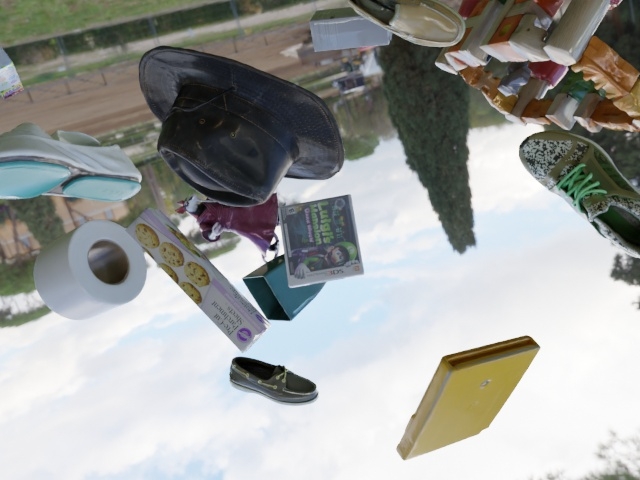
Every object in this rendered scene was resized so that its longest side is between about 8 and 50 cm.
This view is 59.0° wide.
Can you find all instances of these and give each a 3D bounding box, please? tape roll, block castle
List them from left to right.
[{"bbox_3d":[-0.629,0.083,1.559,0.169,0.246,0.246,-23,-172,30],"label":"tape roll"},{"bbox_3d":[0.444,-0.364,1.046,0.213,0.303,0.453,-60,-160,5],"label":"block castle"}]

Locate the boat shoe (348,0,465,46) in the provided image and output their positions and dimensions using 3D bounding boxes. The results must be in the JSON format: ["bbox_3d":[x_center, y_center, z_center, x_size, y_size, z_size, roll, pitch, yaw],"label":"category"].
[{"bbox_3d":[0.125,-0.341,0.865,0.190,0.068,0.072,22,-151,14],"label":"boat shoe"}]

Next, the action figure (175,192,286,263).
[{"bbox_3d":[-0.307,-0.090,1.936,0.370,0.248,0.276,10,158,1],"label":"action figure"}]

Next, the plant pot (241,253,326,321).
[{"bbox_3d":[-0.090,0.121,1.802,0.234,0.165,0.166,-37,-166,-30],"label":"plant pot"}]

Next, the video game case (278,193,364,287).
[{"bbox_3d":[0.000,0.000,1.286,0.173,0.190,0.022,-10,167,5],"label":"video game case"}]

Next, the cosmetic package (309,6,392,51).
[{"bbox_3d":[0.098,-0.654,1.733,0.238,0.107,0.127,-4,-145,14],"label":"cosmetic package"}]

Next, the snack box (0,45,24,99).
[{"bbox_3d":[-0.481,-0.279,0.791,0.037,0.141,0.100,-38,-174,-18],"label":"snack box"}]

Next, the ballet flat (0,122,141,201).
[{"bbox_3d":[-0.491,-0.146,1.037,0.139,0.139,0.400,-12,177,20],"label":"ballet flat"}]

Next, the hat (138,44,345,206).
[{"bbox_3d":[-0.136,-0.131,0.831,0.331,0.331,0.134,-3,-122,45],"label":"hat"}]

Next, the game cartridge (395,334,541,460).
[{"bbox_3d":[0.343,0.372,1.336,0.285,0.323,0.052,-5,-140,-31],"label":"game cartridge"}]

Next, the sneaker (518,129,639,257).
[{"bbox_3d":[0.625,-0.109,1.289,0.182,0.410,0.158,-23,150,-56],"label":"sneaker"}]

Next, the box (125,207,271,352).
[{"bbox_3d":[-0.230,0.071,1.072,0.067,0.324,0.063,-44,176,5],"label":"box"}]

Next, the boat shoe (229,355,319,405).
[{"bbox_3d":[-0.151,0.448,1.821,0.305,0.091,0.109,11,-153,12],"label":"boat shoe"}]
